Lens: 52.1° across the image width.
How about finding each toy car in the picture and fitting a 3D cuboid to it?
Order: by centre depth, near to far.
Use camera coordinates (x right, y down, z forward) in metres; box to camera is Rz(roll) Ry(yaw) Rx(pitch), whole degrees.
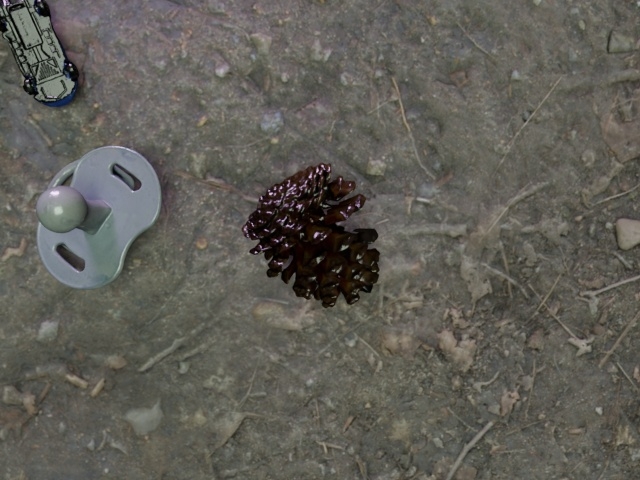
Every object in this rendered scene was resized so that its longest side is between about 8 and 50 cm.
[{"bbox_3d":[-0.526,-0.357,1.227,0.103,0.063,0.216,-21,104,-2],"label":"toy car"}]

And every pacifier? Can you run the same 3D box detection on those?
[{"bbox_3d":[-0.437,-0.057,1.196,0.238,0.226,0.287,39,91,10],"label":"pacifier"}]

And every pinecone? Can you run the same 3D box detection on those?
[{"bbox_3d":[0.003,-0.001,1.243,0.246,0.246,0.292,-40,118,1],"label":"pinecone"}]
